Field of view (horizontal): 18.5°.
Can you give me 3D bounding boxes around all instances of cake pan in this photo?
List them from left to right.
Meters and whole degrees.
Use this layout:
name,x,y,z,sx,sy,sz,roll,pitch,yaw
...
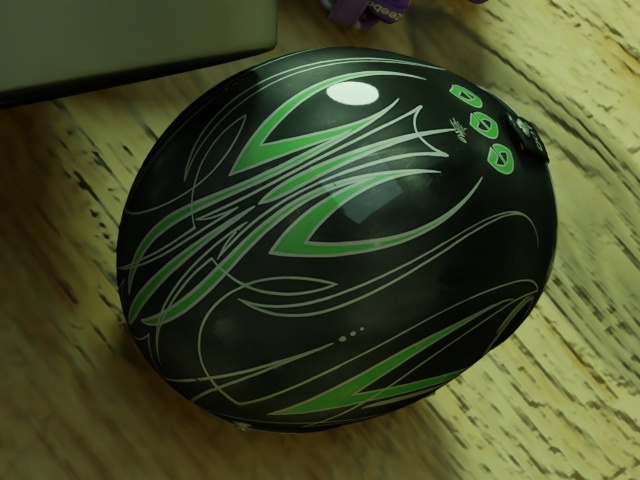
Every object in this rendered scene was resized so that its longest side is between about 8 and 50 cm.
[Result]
name,x,y,z,sx,sy,sz,roll,pitch,yaw
cake pan,-0.145,-0.075,0.743,0.293,0.293,0.054,-13,95,-25

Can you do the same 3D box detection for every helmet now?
name,x,y,z,sx,sy,sz,roll,pitch,yaw
helmet,0.000,0.000,0.815,0.161,0.169,0.169,-9,66,-42

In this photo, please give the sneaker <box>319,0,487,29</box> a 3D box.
name,x,y,z,sx,sy,sz,roll,pitch,yaw
sneaker,0.000,-0.151,0.930,0.236,0.095,0.105,-7,74,-23
